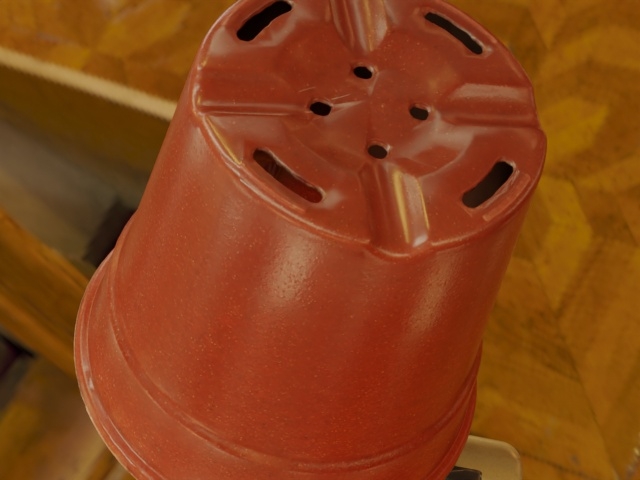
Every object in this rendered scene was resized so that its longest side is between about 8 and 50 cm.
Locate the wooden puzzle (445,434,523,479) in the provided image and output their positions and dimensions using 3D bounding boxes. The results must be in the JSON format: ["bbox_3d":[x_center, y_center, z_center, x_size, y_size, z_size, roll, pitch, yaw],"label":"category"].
[{"bbox_3d":[0.030,0.211,1.181,0.221,0.044,0.238,10,41,1],"label":"wooden puzzle"}]

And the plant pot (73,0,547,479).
[{"bbox_3d":[0.000,0.000,1.031,0.272,0.265,0.272,7,52,-10],"label":"plant pot"}]
